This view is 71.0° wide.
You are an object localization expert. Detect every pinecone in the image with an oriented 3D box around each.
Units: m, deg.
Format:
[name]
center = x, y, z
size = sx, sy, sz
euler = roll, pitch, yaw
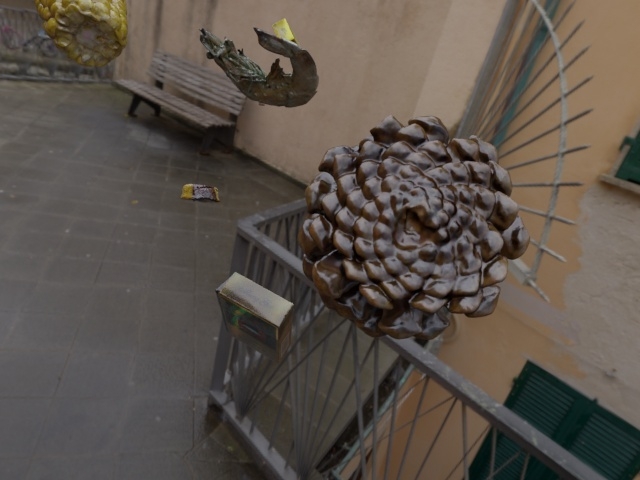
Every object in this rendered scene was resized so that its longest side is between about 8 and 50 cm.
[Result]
[pinecone]
center = 0.137, -0.004, 0.789
size = 0.385, 0.384, 0.384
euler = 13, 24, -6

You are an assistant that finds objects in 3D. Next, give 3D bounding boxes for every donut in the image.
[donut]
center = -0.430, -0.167, 1.618
size = 0.140, 0.059, 0.140
euler = 2, -2, 0

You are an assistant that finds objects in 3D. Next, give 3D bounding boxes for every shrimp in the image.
[shrimp]
center = -0.158, -0.474, 1.211
size = 0.360, 0.247, 0.085
euler = 22, 60, -36

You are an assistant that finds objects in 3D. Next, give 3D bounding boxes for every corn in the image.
[corn]
center = -0.279, -0.313, 0.510
size = 0.101, 0.101, 0.310
euler = -5, 59, -37

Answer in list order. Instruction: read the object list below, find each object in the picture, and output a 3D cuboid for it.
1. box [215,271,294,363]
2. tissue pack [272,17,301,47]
[box]
center = -0.145, 0.183, 1.029
size = 0.159, 0.240, 0.071
euler = 29, 59, 14
[tissue pack]
center = -0.123, -0.789, 1.787
size = 0.062, 0.095, 0.176
euler = -24, -7, 10
